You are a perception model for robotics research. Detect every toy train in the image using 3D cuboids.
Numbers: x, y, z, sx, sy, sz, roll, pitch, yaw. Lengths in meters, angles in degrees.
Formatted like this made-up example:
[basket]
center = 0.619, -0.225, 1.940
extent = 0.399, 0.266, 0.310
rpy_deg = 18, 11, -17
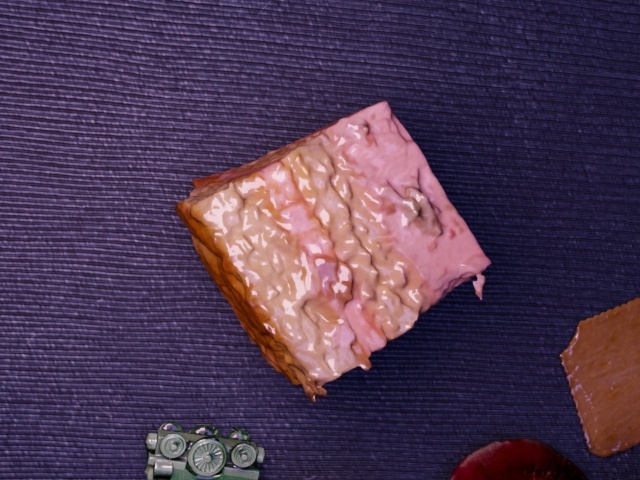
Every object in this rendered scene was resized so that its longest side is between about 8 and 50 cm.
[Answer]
[toy train]
center = -0.172, 0.325, 1.442
extent = 0.178, 0.071, 0.105
rpy_deg = 10, 100, -14

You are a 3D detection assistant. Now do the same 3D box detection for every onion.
[onion]
center = 0.312, 0.437, 1.486
extent = 0.272, 0.195, 0.272
rpy_deg = 1, 83, -7

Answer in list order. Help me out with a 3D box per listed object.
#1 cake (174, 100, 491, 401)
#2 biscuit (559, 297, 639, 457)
[cake]
center = 0.000, 0.000, 1.365
extent = 0.307, 0.293, 0.314
rpy_deg = -34, 102, -15
[biscuit]
center = 0.515, 0.217, 1.616
extent = 0.237, 0.013, 0.232
rpy_deg = -20, 95, -12
